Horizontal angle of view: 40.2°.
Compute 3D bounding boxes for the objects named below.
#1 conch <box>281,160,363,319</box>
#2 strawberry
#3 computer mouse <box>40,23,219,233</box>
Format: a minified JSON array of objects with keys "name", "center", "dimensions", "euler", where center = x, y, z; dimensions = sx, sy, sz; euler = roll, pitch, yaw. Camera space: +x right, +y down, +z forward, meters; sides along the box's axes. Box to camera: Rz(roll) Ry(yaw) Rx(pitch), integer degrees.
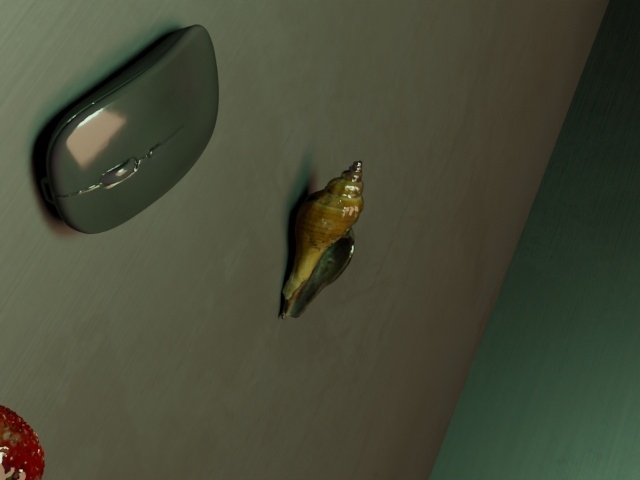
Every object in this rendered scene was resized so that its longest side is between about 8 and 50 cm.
[{"name":"conch","center":[0.002,-0.004,1.166],"dimensions":[0.080,0.086,0.233],"euler":[-110,-151,-50]},{"name":"strawberry","center":[-0.254,0.161,0.646],"dimensions":[0.106,0.106,0.106],"euler":[-49,147,-47]},{"name":"computer mouse","center":[-0.147,-0.100,0.758],"dimensions":[0.232,0.057,0.120],"euler":[-52,149,-44]}]
